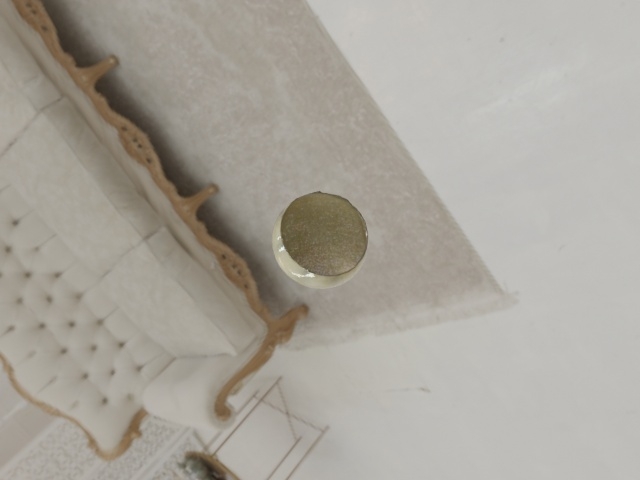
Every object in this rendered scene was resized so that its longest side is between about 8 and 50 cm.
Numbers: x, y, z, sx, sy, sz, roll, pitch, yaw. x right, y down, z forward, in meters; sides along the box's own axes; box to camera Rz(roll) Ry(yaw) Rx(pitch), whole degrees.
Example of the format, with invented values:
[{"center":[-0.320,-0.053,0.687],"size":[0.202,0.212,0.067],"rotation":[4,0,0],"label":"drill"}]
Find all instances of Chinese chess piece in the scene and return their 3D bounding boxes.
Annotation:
[{"center":[0.000,0.000,0.872],"size":[0.122,0.122,0.051],"rotation":[41,153,5],"label":"Chinese chess piece"}]
